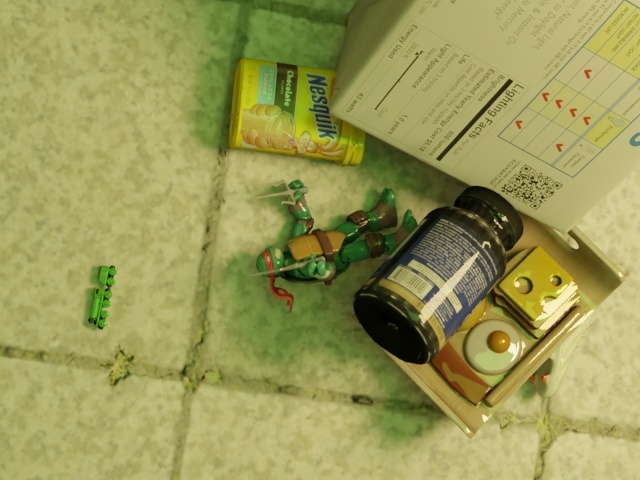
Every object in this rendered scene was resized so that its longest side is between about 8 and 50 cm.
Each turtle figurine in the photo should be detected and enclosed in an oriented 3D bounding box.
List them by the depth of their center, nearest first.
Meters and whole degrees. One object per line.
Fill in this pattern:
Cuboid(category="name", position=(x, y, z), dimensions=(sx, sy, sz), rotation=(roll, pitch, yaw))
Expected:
Cuboid(category="turtle figurine", position=(0.000, 0.000, 1.559), dimensions=(0.234, 0.118, 0.175), rotation=(-14, 50, -16))

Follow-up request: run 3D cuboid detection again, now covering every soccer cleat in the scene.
Cuboid(category="soccer cleat", position=(0.340, 0.123, 1.664), dimensions=(0.076, 0.068, 0.196), rotation=(15, 81, -16))

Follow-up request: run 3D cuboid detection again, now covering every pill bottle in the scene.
Cuboid(category="pill bottle", position=(0.150, 0.037, 1.486), dimensions=(0.123, 0.123, 0.219), rotation=(48, 65, -8))

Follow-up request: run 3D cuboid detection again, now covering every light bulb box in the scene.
Cuboid(category="light bulb box", position=(0.258, -0.251, 1.477), dimensions=(0.361, 0.358, 0.225), rotation=(26, 45, -15))

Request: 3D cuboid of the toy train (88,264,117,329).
Cuboid(category="toy train", position=(-0.275, 0.071, 1.531), dimensions=(0.024, 0.017, 0.083), rotation=(11, 85, -4))

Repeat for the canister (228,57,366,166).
Cuboid(category="canister", position=(-0.029, -0.168, 1.578), dimensions=(0.170, 0.073, 0.126), rotation=(6, 85, -13))

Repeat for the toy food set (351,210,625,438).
Cuboid(category="toy food set", position=(0.221, 0.076, 1.588), dimensions=(0.306, 0.092, 0.220), rotation=(-43, 79, -12))
